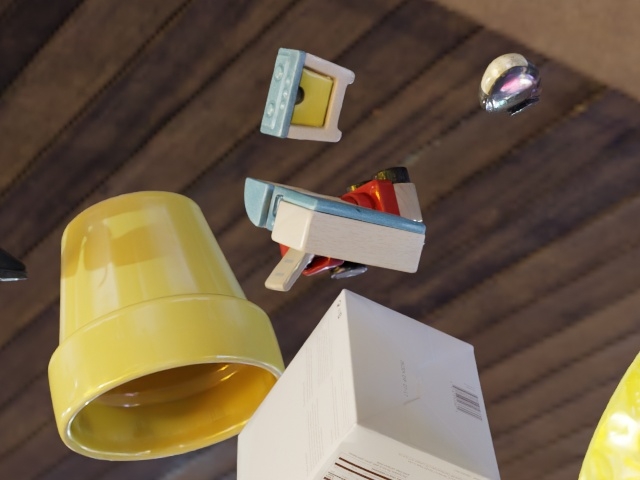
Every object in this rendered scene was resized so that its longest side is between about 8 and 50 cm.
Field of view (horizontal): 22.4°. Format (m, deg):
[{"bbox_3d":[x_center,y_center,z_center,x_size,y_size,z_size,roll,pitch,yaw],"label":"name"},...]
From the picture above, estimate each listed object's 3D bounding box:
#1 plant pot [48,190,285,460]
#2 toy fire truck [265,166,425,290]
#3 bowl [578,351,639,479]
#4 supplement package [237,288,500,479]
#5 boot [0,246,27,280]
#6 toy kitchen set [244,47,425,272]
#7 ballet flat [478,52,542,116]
[{"bbox_3d":[-0.184,0.085,1.788,0.254,0.239,0.254,-12,153,-6],"label":"plant pot"},{"bbox_3d":[0.000,0.000,2.307,0.246,0.158,0.217,-4,167,-38],"label":"toy fire truck"},{"bbox_3d":[0.319,0.155,1.057,0.156,0.289,0.289,33,175,41],"label":"bowl"},{"bbox_3d":[0.036,0.196,1.451,0.149,0.194,0.203,25,120,-18],"label":"supplement package"},{"bbox_3d":[-0.358,-0.006,1.737,0.045,0.099,0.121,-7,173,24],"label":"boot"},{"bbox_3d":[-0.002,-0.080,1.421,0.122,0.166,0.207,11,-175,-34],"label":"toy kitchen set"},{"bbox_3d":[0.160,-0.140,1.400,0.057,0.049,0.173,-30,173,9],"label":"ballet flat"}]
